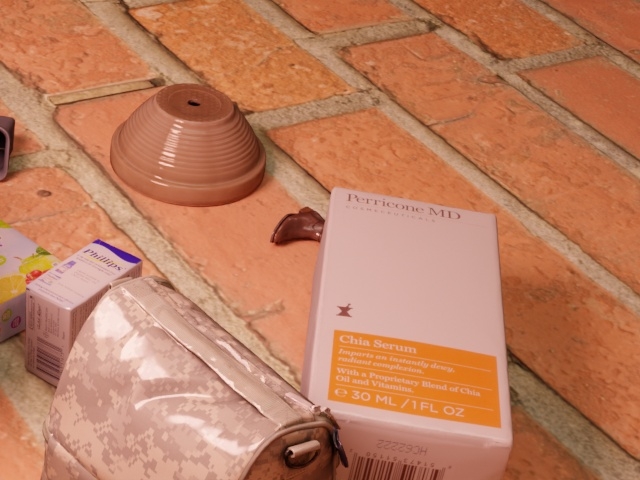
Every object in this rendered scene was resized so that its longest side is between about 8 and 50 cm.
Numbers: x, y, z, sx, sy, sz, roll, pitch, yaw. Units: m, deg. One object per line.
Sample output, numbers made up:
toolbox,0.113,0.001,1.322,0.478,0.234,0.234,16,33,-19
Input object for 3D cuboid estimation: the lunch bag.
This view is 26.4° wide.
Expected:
lunch bag,-0.128,0.207,1.396,0.212,0.256,0.305,-22,47,-38

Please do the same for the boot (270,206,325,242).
boot,0.000,0.000,1.929,0.114,0.037,0.106,32,41,21

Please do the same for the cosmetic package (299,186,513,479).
cosmetic package,0.098,0.133,1.650,0.230,0.161,0.453,9,34,-2

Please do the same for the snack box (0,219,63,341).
snack box,-0.444,0.057,1.691,0.174,0.070,0.207,31,38,27

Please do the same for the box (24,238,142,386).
box,-0.285,0.088,1.640,0.072,0.126,0.137,25,36,22

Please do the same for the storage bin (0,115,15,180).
storage bin,-0.505,-0.154,1.967,0.135,0.098,0.091,10,24,-1

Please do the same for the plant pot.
plant pot,-0.193,-0.159,2.039,0.237,0.110,0.237,8,35,-5
